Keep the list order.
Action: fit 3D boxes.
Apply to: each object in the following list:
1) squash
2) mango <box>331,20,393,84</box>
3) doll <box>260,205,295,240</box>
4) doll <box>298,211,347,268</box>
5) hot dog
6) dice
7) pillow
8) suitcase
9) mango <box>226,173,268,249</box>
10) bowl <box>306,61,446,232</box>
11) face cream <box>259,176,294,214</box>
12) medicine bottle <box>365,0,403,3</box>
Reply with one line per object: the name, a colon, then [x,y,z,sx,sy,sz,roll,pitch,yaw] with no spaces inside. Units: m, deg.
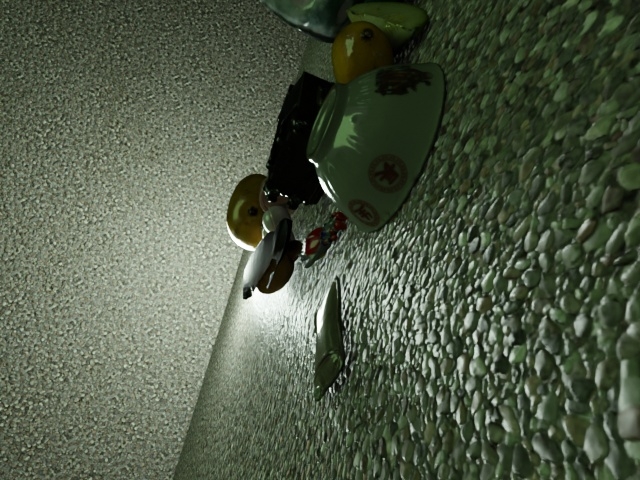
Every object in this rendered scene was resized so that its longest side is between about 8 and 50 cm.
squash: [0.158,-0.501,0.969,0.093,0.169,0.252,-29,8,-10]
mango: [0.089,-0.394,1.022,0.176,0.119,0.317,64,176,-1]
doll: [-0.156,-0.029,1.554,0.365,0.095,0.160,154,101,-78]
doll: [0.001,-0.001,1.048,0.195,0.062,0.104,-45,47,45]
hot dog: [-0.131,0.080,1.363,0.326,0.107,0.193,-35,48,52]
dice: [0.005,-0.825,1.294,0.328,0.330,0.348,-41,-14,-50]
pillow: [0.013,0.177,0.816,0.232,0.038,0.130,-90,20,-53]
suitcase: [-0.035,-0.305,1.275,0.433,0.194,0.283,-90,23,-52]
mango: [-0.286,-0.137,1.926,0.445,0.232,0.299,-101,16,-65]
bowl: [0.072,-0.195,0.819,0.337,0.158,0.336,-162,90,-75]
face cream: [-0.159,-0.171,1.670,0.104,0.149,0.149,-108,39,-66]
medicine bottle: [0.186,-0.599,1.022,0.079,0.124,0.258,-66,26,6]
